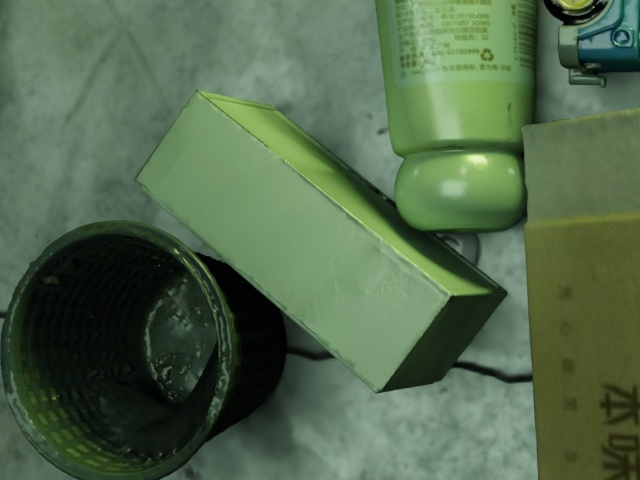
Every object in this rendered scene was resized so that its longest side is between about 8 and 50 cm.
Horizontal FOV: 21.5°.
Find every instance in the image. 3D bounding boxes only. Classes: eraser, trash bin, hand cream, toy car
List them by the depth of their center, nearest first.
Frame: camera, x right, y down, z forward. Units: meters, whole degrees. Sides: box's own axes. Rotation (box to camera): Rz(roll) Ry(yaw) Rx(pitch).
[{"bbox_3d":[0.205,0.089,1.055,0.144,0.078,0.343,-7,86,53],"label":"eraser"},{"bbox_3d":[0.201,-0.194,1.089,0.100,0.097,0.191,1,90,18],"label":"toy car"},{"bbox_3d":[0.092,-0.158,1.131,0.147,0.093,0.306,0,88,-11],"label":"hand cream"},{"bbox_3d":[-0.106,0.073,1.169,0.175,0.161,0.175,0,91,23],"label":"trash bin"}]

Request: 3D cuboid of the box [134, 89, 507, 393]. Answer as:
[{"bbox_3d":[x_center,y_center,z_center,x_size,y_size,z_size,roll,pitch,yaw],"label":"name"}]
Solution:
[{"bbox_3d":[0.000,0.000,1.145,0.225,0.129,0.086,40,103,18],"label":"box"}]
